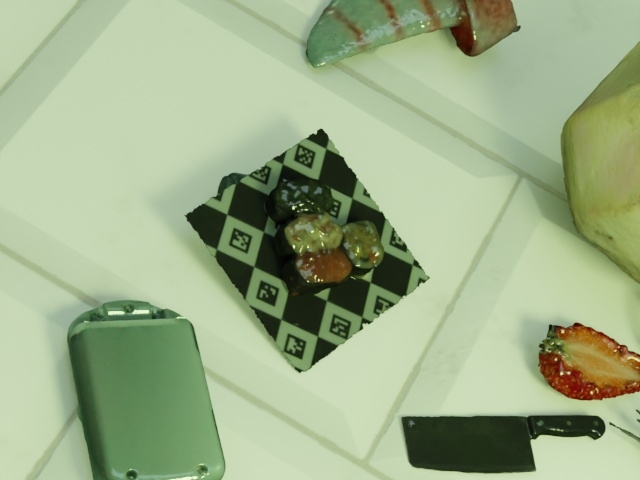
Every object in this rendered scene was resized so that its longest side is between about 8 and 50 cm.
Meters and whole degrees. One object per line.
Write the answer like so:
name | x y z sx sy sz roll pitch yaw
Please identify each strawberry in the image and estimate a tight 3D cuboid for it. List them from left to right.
strawberry | 0.311 0.147 2.086 0.152 0.048 0.104 22 42 -23

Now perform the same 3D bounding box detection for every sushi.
sushi | 0.000 0.000 2.032 0.231 0.047 0.219 -35 88 -36

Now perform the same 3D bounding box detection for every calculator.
calculator | -0.182 0.168 1.875 0.141 0.045 0.246 -2 57 -23

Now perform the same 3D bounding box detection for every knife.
knife | 0.209 0.226 2.007 0.245 0.019 0.072 0 60 -18

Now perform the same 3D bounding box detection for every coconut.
coconut | 0.453 -0.102 2.142 0.352 0.352 0.352 11 53 -14

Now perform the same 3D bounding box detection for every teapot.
teapot | -0.074 -0.043 2.068 0.083 0.049 0.063 10 52 -19

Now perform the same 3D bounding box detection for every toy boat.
toy boat | 0.094 -0.290 2.310 0.282 0.096 0.206 -21 58 -19

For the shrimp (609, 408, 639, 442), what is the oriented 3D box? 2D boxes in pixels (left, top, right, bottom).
shrimp | 0.469 0.294 1.995 0.343 0.116 0.145 42 37 11
